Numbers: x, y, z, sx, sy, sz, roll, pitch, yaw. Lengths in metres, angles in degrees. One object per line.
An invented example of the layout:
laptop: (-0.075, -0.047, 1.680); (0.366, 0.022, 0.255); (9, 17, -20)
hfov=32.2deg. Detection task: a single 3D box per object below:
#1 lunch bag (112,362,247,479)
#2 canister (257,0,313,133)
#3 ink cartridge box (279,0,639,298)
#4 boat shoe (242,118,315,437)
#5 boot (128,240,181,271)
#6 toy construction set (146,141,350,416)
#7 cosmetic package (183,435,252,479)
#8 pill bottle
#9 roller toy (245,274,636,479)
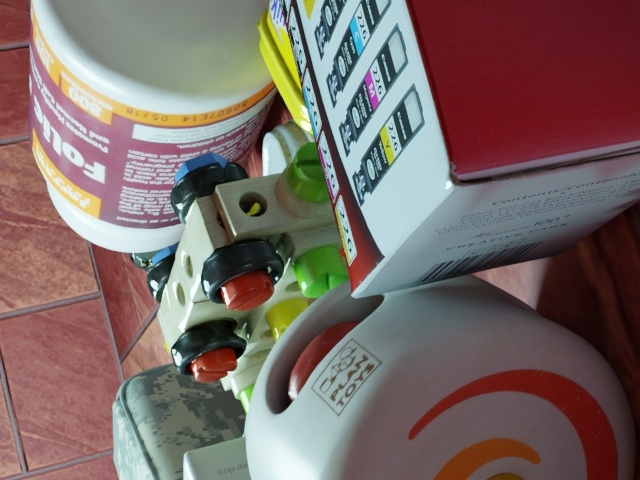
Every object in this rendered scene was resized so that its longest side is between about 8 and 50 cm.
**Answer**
lunch bag: (-0.080, 0.289, 1.098); (0.305, 0.212, 0.256); (-130, 39, -51)
canister: (0.013, -0.174, 0.763); (0.170, 0.073, 0.126); (105, 147, -51)
ink cartridge box: (0.059, -0.159, 0.497); (0.272, 0.130, 0.309); (121, 136, -72)
boat shoe: (-0.026, 0.055, 0.950); (0.118, 0.103, 0.320); (-162, 69, -68)
boot: (-0.147, 0.041, 1.255); (0.077, 0.137, 0.198); (135, 119, -68)
toy construction set: (0.000, 0.000, 0.724); (0.151, 0.215, 0.327); (59, 149, 36)
cosmetic package: (0.066, 0.293, 0.695); (0.385, 0.217, 0.156); (-118, 24, -43)
pill bottle: (-0.161, -0.141, 1.047); (0.392, 0.224, 0.224); (124, 131, -65)
roller toy: (0.064, 0.118, 0.607); (0.146, 0.209, 0.191); (-146, 53, -63)
